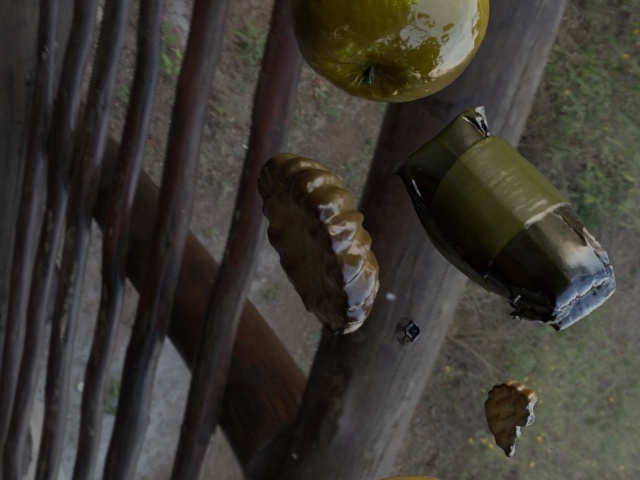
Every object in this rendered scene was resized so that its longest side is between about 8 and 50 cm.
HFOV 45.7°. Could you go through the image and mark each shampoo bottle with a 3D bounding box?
[{"bbox_3d":[0.142,0.151,1.262,0.027,0.137,0.048,-1,82,-3],"label":"shampoo bottle"}]

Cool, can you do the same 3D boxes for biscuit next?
[{"bbox_3d":[0.000,0.000,1.290,0.107,0.326,0.325,-22,127,-17],"label":"biscuit"},{"bbox_3d":[0.396,0.350,1.563,0.061,0.118,0.183,-15,136,-24],"label":"biscuit"}]

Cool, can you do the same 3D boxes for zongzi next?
[{"bbox_3d":[0.250,0.018,1.000,0.154,0.289,0.317,-35,150,1],"label":"zongzi"}]

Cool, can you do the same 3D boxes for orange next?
[{"bbox_3d":[0.094,-0.323,1.039,0.279,0.279,0.235,28,69,-40],"label":"orange"}]

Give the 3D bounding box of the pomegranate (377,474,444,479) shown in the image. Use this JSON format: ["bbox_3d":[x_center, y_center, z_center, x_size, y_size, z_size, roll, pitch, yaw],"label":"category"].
[{"bbox_3d":[0.133,0.596,1.238,0.417,0.416,0.416,-16,125,-24],"label":"pomegranate"}]
